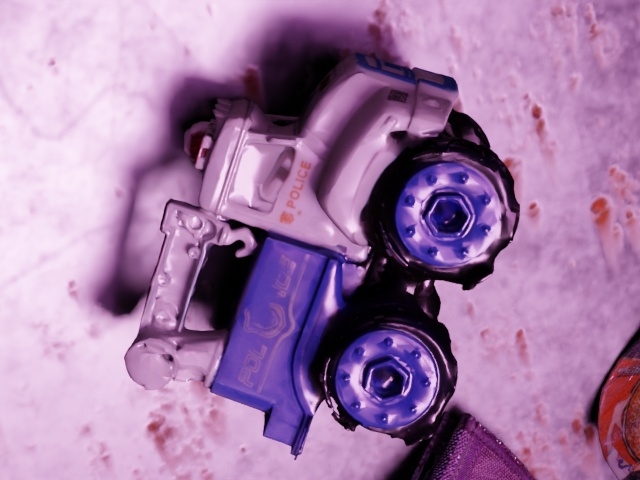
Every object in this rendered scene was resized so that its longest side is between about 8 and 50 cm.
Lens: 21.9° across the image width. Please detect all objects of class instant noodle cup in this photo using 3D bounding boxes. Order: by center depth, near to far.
[{"bbox_3d":[0.270,0.127,1.075,0.136,0.127,0.127,27,97,-37],"label":"instant noodle cup"}]

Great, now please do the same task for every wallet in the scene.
[{"bbox_3d":[0.086,0.204,1.031,0.111,0.030,0.166,42,63,-29],"label":"wallet"}]

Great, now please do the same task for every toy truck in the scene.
[{"bbox_3d":[0.000,0.000,0.903,0.177,0.161,0.213,18,102,-4],"label":"toy truck"}]
